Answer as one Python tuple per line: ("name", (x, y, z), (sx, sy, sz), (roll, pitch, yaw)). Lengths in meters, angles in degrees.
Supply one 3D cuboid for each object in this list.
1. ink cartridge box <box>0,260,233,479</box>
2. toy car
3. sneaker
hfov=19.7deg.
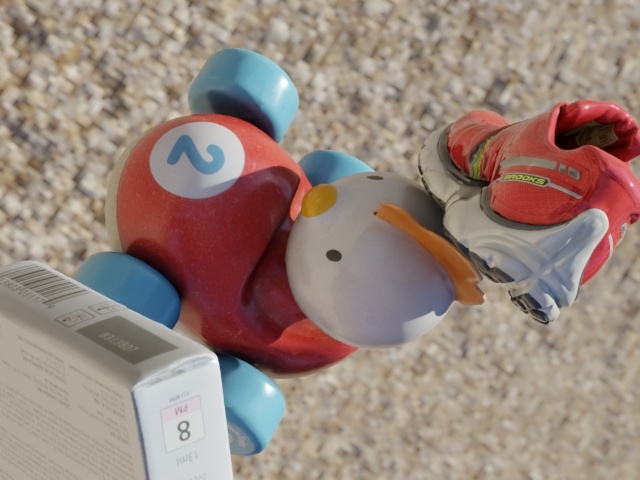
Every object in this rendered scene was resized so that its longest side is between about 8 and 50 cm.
("ink cartridge box", (-0.110, 0.143, 0.938), (0.066, 0.189, 0.232), (-22, 115, -31))
("toy car", (0.000, 0.000, 1.176), (0.210, 0.238, 0.219), (47, 56, -30))
("sneaker", (0.137, -0.034, 1.082), (0.118, 0.107, 0.279), (-44, -166, 9))
